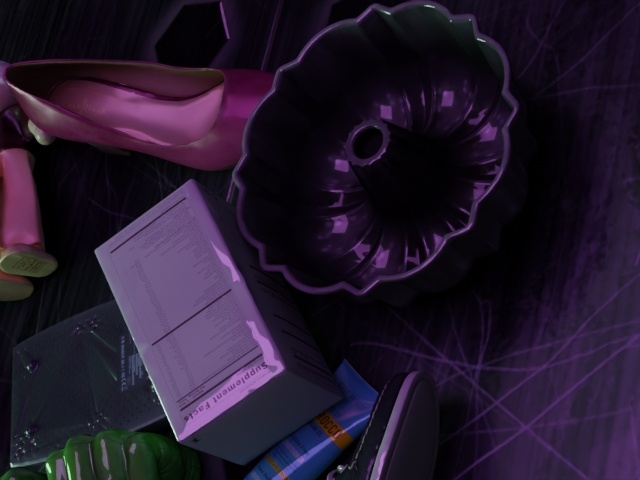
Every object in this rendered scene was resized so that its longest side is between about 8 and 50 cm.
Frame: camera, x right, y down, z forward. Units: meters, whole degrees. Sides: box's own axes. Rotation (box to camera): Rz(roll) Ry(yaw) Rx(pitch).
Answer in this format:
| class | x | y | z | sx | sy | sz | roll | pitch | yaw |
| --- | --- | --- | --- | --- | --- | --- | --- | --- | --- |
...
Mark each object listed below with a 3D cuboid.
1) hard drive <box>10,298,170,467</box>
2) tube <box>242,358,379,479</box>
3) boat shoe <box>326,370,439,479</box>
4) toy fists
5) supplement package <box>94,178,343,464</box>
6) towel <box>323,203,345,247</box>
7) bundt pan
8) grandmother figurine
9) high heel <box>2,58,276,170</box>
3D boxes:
| class | x | y | z | sx | sy | sz | roll | pitch | yaw |
| --- | --- | --- | --- | --- | --- | --- | --- | --- | --- |
| hard drive | -0.247 | 0.160 | 1.602 | 0.255 | 0.054 | 0.172 | -22 | 57 | 27 |
| tube | -0.020 | 0.222 | 1.441 | 0.207 | 0.052 | 0.080 | -48 | 56 | 2 |
| boat shoe | 0.036 | 0.265 | 1.329 | 0.091 | 0.114 | 0.302 | 7 | 73 | 33 |
| toy fists | -0.271 | 0.284 | 1.534 | 0.279 | 0.142 | 0.096 | -26 | 56 | 26 |
| supplement package | -0.106 | 0.086 | 1.437 | 0.139 | 0.134 | 0.244 | -35 | 60 | 12 |
| towel | 0.000 | 0.000 | 1.549 | 0.060 | 0.009 | 0.083 | -10 | 65 | 33 |
| bundt pan | 0.077 | -0.076 | 1.444 | 0.331 | 0.124 | 0.330 | -15 | 61 | 28 |
| grandmother figurine | -0.413 | -0.100 | 1.846 | 0.208 | 0.104 | 0.342 | -35 | 53 | 29 |
| high heel | -0.202 | -0.166 | 1.665 | 0.377 | 0.181 | 0.127 | -6 | 66 | 36 |
